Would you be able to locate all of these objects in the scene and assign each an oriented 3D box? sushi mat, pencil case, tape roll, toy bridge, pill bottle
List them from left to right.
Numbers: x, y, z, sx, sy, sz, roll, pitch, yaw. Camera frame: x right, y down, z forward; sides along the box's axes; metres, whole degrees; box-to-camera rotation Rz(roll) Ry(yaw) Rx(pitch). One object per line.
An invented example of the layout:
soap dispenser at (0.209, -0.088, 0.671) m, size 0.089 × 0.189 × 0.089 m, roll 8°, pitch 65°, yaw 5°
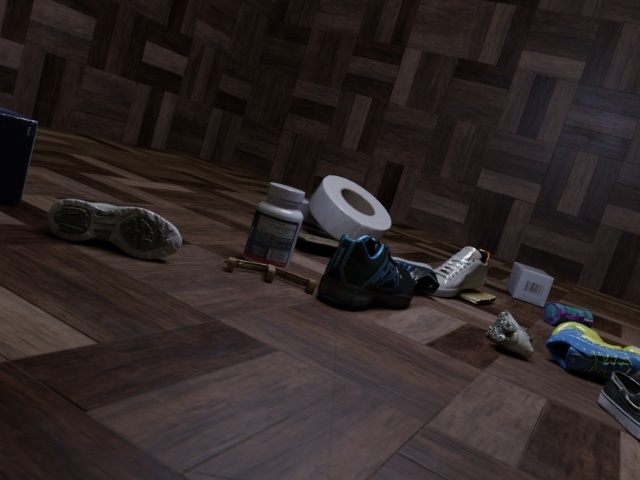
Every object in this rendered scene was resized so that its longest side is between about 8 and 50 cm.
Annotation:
toy bridge at (-0.103, 0.066, 1.202) m, size 0.188 × 0.026 × 0.063 m, roll 16°, pitch 6°, yaw -8°
pill bottle at (-0.098, -0.031, 1.310) m, size 0.108 × 0.180 × 0.108 m, roll 17°, pitch 8°, yaw -2°
tape roll at (0.103, -0.097, 2.043) m, size 0.286 × 0.100 × 0.286 m, roll 29°, pitch 27°, yaw -17°
sushi mat at (0.354, 0.123, 1.761) m, size 0.316 × 0.019 × 0.151 m, roll 23°, pitch 11°, yaw 35°
pencil case at (0.713, 0.218, 1.703) m, size 0.152 × 0.064 × 0.070 m, roll 12°, pitch -7°, yaw -26°

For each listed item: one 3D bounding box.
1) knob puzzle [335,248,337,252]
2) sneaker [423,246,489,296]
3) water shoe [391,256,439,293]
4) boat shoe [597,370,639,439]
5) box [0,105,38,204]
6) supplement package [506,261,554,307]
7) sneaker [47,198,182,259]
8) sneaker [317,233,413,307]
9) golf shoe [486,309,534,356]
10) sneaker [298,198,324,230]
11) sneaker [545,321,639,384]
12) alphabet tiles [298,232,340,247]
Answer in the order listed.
knob puzzle at (0.122, 0.064, 1.641) m, size 0.213 × 0.030 × 0.213 m, roll 18°, pitch 6°, yaw -2°
sneaker at (0.371, 0.076, 1.653) m, size 0.290 × 0.123 × 0.106 m, roll -10°, pitch 28°, yaw -44°
water shoe at (0.208, 0.091, 1.489) m, size 0.203 × 0.073 × 0.080 m, roll 2°, pitch 33°, yaw -21°
boat shoe at (0.523, 0.274, 0.946) m, size 0.078 × 0.070 × 0.219 m, roll 15°, pitch 9°, yaw -11°
box at (-0.762, -0.205, 1.126) m, size 0.294 × 0.182 × 0.296 m, roll 22°, pitch 9°, yaw 36°
supplement package at (0.707, 0.147, 2.014) m, size 0.105 × 0.105 × 0.179 m, roll 17°, pitch 9°, yaw 8°
sneaker at (-0.369, -0.030, 1.095) m, size 0.232 × 0.090 × 0.115 m, roll 16°, pitch 5°, yaw -10°
sneaker at (0.126, 0.065, 1.276) m, size 0.125 × 0.139 × 0.341 m, roll 20°, pitch 7°, yaw 28°
golf shoe at (0.405, 0.204, 1.259) m, size 0.086 × 0.069 × 0.176 m, roll 38°, pitch 14°, yaw 5°
sneaker at (-0.022, -0.111, 2.234) m, size 0.292 × 0.108 × 0.169 m, roll 15°, pitch 12°, yaw -5°
sneaker at (0.566, 0.253, 1.200) m, size 0.126 × 0.091 × 0.240 m, roll -14°, pitch 27°, yaw -37°
alphabet tiles at (0.000, 0.000, 1.775) m, size 0.342 × 0.011 × 0.285 m, roll 13°, pitch 3°, yaw -26°
